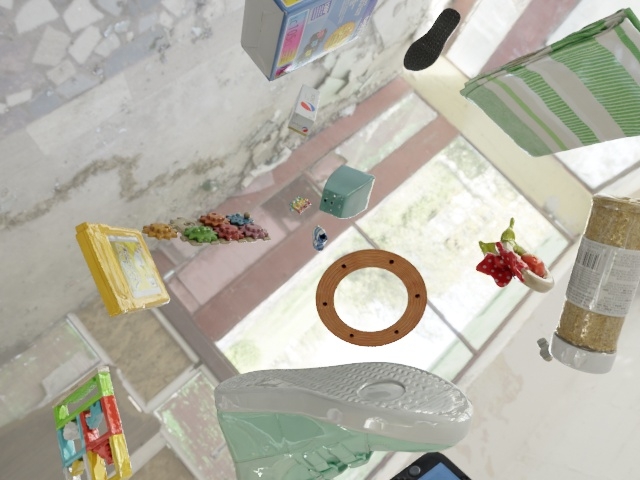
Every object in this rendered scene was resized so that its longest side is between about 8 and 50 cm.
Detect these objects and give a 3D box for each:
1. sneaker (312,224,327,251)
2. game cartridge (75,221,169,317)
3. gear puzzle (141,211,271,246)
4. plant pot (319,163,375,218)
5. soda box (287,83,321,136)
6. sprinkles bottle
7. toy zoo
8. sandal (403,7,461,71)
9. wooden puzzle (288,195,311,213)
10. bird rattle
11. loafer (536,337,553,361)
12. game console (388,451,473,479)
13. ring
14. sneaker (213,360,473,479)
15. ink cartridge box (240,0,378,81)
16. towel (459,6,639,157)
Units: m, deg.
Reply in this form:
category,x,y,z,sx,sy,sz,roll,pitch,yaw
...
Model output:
category,x,y,z,sx,sy,sz,roll,pitch,yaw
sneaker,0.000,0.000,2.032,0.053,0.059,0.144,-41,141,-29
game cartridge,-0.604,0.085,1.401,0.053,0.285,0.324,-26,176,2
gear puzzle,-0.310,-0.042,1.213,0.339,0.176,0.044,-5,118,-40
plant pot,0.097,-0.196,1.915,0.234,0.166,0.165,-40,149,-54
soda box,-0.053,-0.438,1.510,0.069,0.074,0.216,-56,-163,39
sprinkles bottle,0.571,0.088,0.914,0.121,0.122,0.354,-27,127,-64
toy zoo,-0.509,0.458,1.001,0.192,0.293,0.030,-37,153,20
sandal,0.252,-0.443,1.015,0.179,0.067,0.040,-51,174,-8
wooden puzzle,-0.069,-0.117,1.471,0.083,0.049,0.006,-46,174,-36
bird rattle,0.510,0.052,1.147,0.143,0.207,0.253,-57,-179,21
loafer,0.731,0.357,1.452,0.045,0.039,0.125,-36,-176,22
game console,0.348,0.859,1.428,0.342,0.060,0.387,-24,-166,-17
ring,0.151,0.176,1.361,0.336,0.337,0.032,-45,-167,17
sneaker,0.021,0.196,0.405,0.256,0.150,0.094,-12,-179,35
ink cartridge box,0.008,-0.606,1.140,0.396,0.151,0.270,-36,177,-19
towel,0.433,-0.242,0.785,0.038,0.248,0.325,-61,-160,-12
